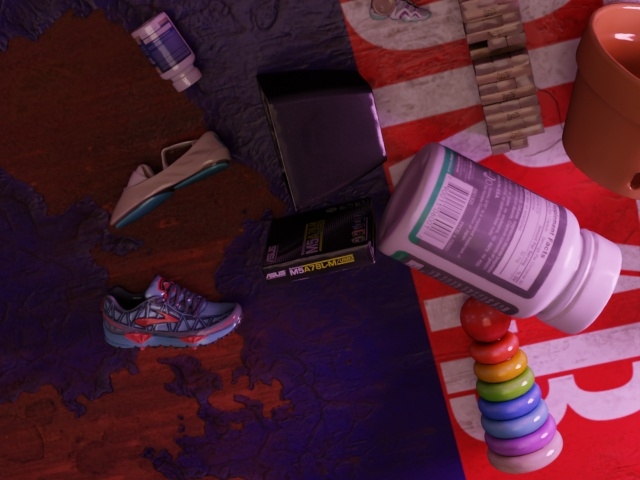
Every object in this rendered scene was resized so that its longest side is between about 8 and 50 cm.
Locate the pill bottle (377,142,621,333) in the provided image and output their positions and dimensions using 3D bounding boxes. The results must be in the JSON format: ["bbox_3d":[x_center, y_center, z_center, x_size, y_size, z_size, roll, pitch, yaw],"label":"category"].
[{"bbox_3d":[0.293,0.004,1.713,0.361,0.204,0.204,27,113,-8],"label":"pill bottle"}]

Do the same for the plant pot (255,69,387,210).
[{"bbox_3d":[0.006,-0.180,1.673,0.167,0.188,0.187,-16,112,-4],"label":"plant pot"}]

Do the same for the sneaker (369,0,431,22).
[{"bbox_3d":[0.127,-0.382,1.644,0.098,0.038,0.069,2,114,2],"label":"sneaker"}]

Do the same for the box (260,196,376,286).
[{"bbox_3d":[0.000,0.000,1.737,0.184,0.190,0.045,-11,114,9],"label":"box"}]

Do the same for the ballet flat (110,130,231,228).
[{"bbox_3d":[-0.266,-0.109,1.775,0.249,0.086,0.086,-28,109,13],"label":"ballet flat"}]

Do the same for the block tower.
[{"bbox_3d":[0.276,-0.312,1.638,0.091,0.097,0.335,-13,114,9],"label":"block tower"}]

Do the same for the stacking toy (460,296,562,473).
[{"bbox_3d":[0.326,0.245,1.870,0.141,0.141,0.330,-17,104,10],"label":"stacking toy"}]

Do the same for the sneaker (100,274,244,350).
[{"bbox_3d":[-0.268,0.124,1.856,0.262,0.104,0.125,-5,111,6],"label":"sneaker"}]

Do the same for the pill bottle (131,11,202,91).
[{"bbox_3d":[-0.246,-0.303,1.686,0.067,0.067,0.120,-30,108,15],"label":"pill bottle"}]

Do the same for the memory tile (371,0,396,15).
[{"bbox_3d":[0.109,-0.434,1.612,0.113,0.012,0.148,43,94,-9],"label":"memory tile"}]

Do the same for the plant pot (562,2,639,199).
[{"bbox_3d":[0.503,-0.198,1.589,0.291,0.290,0.203,17,130,-4],"label":"plant pot"}]
